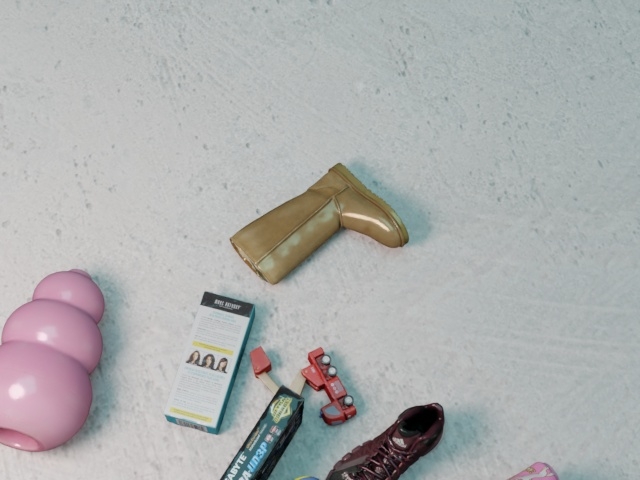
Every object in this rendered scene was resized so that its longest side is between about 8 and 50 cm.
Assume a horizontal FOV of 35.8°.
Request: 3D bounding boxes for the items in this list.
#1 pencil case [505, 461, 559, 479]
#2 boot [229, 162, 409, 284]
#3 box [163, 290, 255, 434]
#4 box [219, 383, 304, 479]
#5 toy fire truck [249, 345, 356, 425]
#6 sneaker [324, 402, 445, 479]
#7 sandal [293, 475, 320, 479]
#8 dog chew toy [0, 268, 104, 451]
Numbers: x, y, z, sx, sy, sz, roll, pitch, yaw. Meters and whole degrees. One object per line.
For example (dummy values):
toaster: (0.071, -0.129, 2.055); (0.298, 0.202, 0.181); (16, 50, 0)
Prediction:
pencil case: (0.221, 0.488, 1.649); (0.386, 0.167, 0.160); (-13, 46, -7)
boot: (0.000, 0.000, 1.912); (0.269, 0.089, 0.236); (-38, 62, -17)
box: (-0.200, 0.223, 1.815); (0.101, 0.060, 0.244); (15, 66, 5)
box: (-0.104, 0.368, 1.689); (0.051, 0.175, 0.220); (30, 69, 10)
toy fire truck: (-0.033, 0.264, 1.808); (0.135, 0.047, 0.192); (-25, 70, -12)
sneaker: (0.107, 0.368, 1.702); (0.281, 0.162, 0.106); (-41, 73, -18)
sandal: (-0.013, 0.549, 1.625); (0.138, 0.126, 0.317); (-5, 72, 25)
dog chew toy: (-0.480, 0.199, 1.751); (0.207, 0.206, 0.331); (12, 58, 4)
